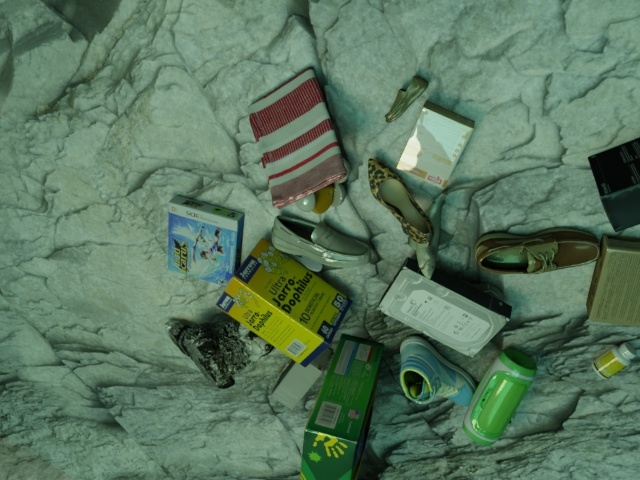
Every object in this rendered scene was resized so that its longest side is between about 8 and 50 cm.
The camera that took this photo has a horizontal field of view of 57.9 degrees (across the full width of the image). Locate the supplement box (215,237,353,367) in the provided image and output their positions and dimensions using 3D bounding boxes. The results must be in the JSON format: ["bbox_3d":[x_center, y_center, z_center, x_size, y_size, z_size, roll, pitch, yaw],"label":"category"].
[{"bbox_3d":[-0.115,0.197,1.824,0.356,0.194,0.195,35,138,-3],"label":"supplement box"}]

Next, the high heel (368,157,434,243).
[{"bbox_3d":[0.219,-0.112,1.568,0.093,0.186,0.261,-33,102,-4],"label":"high heel"}]

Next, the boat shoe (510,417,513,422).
[{"bbox_3d":[0.603,0.545,1.886,0.042,0.049,0.133,-7,120,13],"label":"boat shoe"}]

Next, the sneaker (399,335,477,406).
[{"bbox_3d":[0.367,0.469,1.830,0.319,0.208,0.127,38,122,-6],"label":"sneaker"}]

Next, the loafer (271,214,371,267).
[{"bbox_3d":[0.000,0.000,1.753,0.319,0.112,0.112,12,129,12],"label":"loafer"}]

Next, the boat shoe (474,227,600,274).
[{"bbox_3d":[0.585,0.046,1.579,0.323,0.120,0.123,-4,116,21],"label":"boat shoe"}]

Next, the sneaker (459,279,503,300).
[{"bbox_3d":[0.466,0.161,1.727,0.152,0.054,0.061,11,132,18],"label":"sneaker"}]

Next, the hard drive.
[{"bbox_3d":[0.364,0.204,1.739,0.338,0.064,0.237,28,138,3],"label":"hard drive"}]

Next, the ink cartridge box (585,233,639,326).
[{"bbox_3d":[0.838,0.111,1.550,0.193,0.088,0.235,7,119,13],"label":"ink cartridge box"}]

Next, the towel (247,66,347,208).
[{"bbox_3d":[-0.072,-0.277,1.567,0.237,0.037,0.329,-25,73,27],"label":"towel"}]

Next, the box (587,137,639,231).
[{"bbox_3d":[0.741,-0.145,1.340,0.184,0.261,0.103,-20,110,27],"label":"box"}]

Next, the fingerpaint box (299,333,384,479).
[{"bbox_3d":[0.074,0.591,1.853,0.163,0.445,0.371,12,120,11],"label":"fingerpaint box"}]

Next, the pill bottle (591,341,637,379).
[{"bbox_3d":[0.857,0.348,1.685,0.065,0.065,0.116,36,123,-3],"label":"pill bottle"}]

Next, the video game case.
[{"bbox_3d":[-0.383,0.008,1.915,0.244,0.061,0.270,16,121,11],"label":"video game case"}]

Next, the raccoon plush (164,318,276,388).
[{"bbox_3d":[-0.335,0.303,2.035,0.446,0.299,0.216,33,146,37],"label":"raccoon plush"}]

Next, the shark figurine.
[{"bbox_3d":[0.343,-0.042,1.645,0.116,0.166,0.278,11,105,-17],"label":"shark figurine"}]

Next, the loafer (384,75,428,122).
[{"bbox_3d":[0.217,-0.371,1.515,0.050,0.056,0.148,43,112,-7],"label":"loafer"}]

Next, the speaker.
[{"bbox_3d":[0.553,0.487,1.799,0.131,0.131,0.297,23,109,5],"label":"speaker"}]

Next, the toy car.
[{"bbox_3d":[-0.011,-0.175,1.659,0.136,0.159,0.182,39,129,41],"label":"toy car"}]

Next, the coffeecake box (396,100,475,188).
[{"bbox_3d":[0.304,-0.253,1.540,0.142,0.068,0.186,25,122,4],"label":"coffeecake box"}]

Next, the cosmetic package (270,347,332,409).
[{"bbox_3d":[-0.067,0.463,2.019,0.107,0.127,0.238,31,121,1],"label":"cosmetic package"}]

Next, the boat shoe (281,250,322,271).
[{"bbox_3d":[-0.061,0.062,1.850,0.142,0.049,0.040,26,153,3],"label":"boat shoe"}]
